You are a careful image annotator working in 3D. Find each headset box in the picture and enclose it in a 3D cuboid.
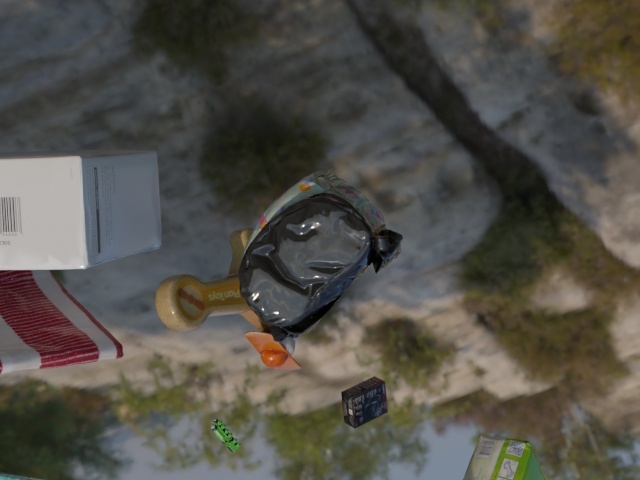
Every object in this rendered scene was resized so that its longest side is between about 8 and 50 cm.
[{"bbox_3d":[0.079,0.275,2.080,0.083,0.062,0.032,-23,-152,-33],"label":"headset box"}]

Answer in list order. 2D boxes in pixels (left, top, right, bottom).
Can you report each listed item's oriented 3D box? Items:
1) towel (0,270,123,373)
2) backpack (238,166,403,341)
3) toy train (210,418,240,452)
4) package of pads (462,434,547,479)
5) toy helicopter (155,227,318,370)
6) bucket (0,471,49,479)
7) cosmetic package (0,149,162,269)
[{"bbox_3d":[-0.441,0.100,1.513,0.329,0.037,0.237,-4,-153,-38],"label":"towel"},{"bbox_3d":[0.000,0.000,1.150,0.152,0.115,0.182,-38,-179,16],"label":"backpack"},{"bbox_3d":[-0.174,0.356,2.214,0.017,0.083,0.023,12,-125,48],"label":"toy train"},{"bbox_3d":[0.282,0.469,1.866,0.101,0.296,0.229,6,-125,32],"label":"package of pads"},{"bbox_3d":[-0.114,0.098,1.855,0.140,0.235,0.355,-12,176,38],"label":"toy helicopter"},{"bbox_3d":[-0.533,0.452,1.900,0.281,0.183,0.281,9,169,2],"label":"bucket"},{"bbox_3d":[-0.346,-0.043,1.522,0.224,0.138,0.225,-1,-175,15],"label":"cosmetic package"}]
